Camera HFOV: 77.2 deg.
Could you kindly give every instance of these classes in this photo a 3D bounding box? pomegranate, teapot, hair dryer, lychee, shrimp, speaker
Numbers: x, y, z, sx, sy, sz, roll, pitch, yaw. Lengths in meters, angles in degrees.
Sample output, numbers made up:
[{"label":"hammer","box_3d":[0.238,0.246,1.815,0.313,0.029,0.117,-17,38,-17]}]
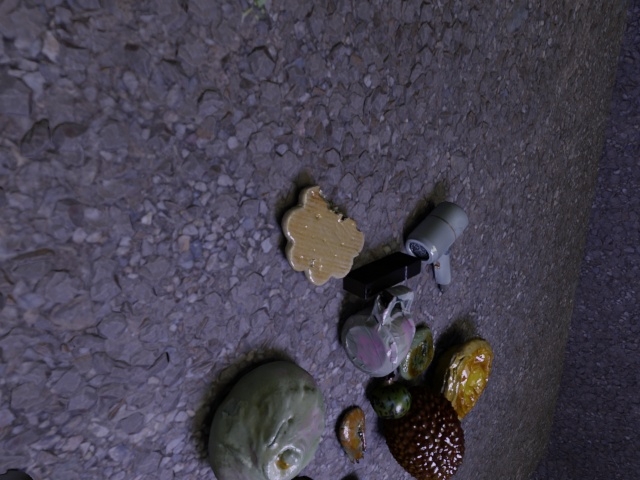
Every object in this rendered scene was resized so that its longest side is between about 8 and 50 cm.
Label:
[{"label":"pomegranate","box_3d":[0.205,0.452,1.192,0.122,0.122,0.161,-5,85,-42]},{"label":"teapot","box_3d":[0.157,0.216,1.039,0.178,0.163,0.221,-19,104,-51]},{"label":"hair dryer","box_3d":[0.364,0.066,1.221,0.173,0.108,0.357,-42,135,-21]},{"label":"lychee","box_3d":[0.332,0.609,1.257,0.268,0.268,0.267,-16,115,-39]},{"label":"shrimp","box_3d":[0.107,0.582,1.187,0.115,0.051,0.217,-35,123,-32]},{"label":"speaker","box_3d":[0.164,0.087,1.040,0.218,0.082,0.044,-19,117,-38]}]

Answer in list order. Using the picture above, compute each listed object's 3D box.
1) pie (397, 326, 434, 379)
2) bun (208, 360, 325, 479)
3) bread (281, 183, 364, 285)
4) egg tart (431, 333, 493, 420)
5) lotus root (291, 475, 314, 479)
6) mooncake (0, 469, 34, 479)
[{"label":"pie","box_3d":[0.318,0.371,1.313,0.187,0.041,0.186,-15,113,-39]},{"label":"bun","box_3d":[-0.088,0.409,0.851,0.283,0.179,0.283,-17,115,-41]},{"label":"bread","box_3d":[0.000,0.000,0.887,0.251,0.039,0.181,41,76,-43]},{"label":"egg tart","box_3d":[0.507,0.496,1.470,0.341,0.132,0.341,-18,117,-39]},{"label":"lotus root","box_3d":[-0.084,0.708,0.999,0.241,0.124,0.123,-61,145,-8]},{"label":"mooncake","box_3d":[-0.470,0.524,0.621,0.150,0.057,0.346,17,98,-29]}]
